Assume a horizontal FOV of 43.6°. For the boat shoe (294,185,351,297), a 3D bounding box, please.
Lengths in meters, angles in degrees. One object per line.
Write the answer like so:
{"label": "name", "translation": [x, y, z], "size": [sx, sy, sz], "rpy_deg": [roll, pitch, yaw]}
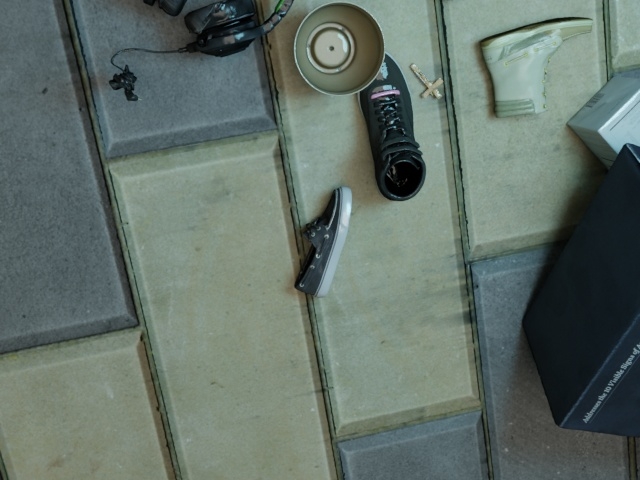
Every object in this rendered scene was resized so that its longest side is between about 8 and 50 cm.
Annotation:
{"label": "boat shoe", "translation": [0.000, 0.000, 1.548], "size": [0.076, 0.080, 0.229], "rpy_deg": [12, 110, -13]}

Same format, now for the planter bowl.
{"label": "planter bowl", "translation": [0.025, -0.345, 1.440], "size": [0.162, 0.109, 0.162], "rpy_deg": [-2, 104, -9]}

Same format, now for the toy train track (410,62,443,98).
{"label": "toy train track", "translation": [0.202, -0.305, 1.530], "size": [0.048, 0.014, 0.083], "rpy_deg": [-41, 101, 10]}

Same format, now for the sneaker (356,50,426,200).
{"label": "sneaker", "translation": [0.138, -0.206, 1.475], "size": [0.104, 0.147, 0.296], "rpy_deg": [-11, 105, -4]}

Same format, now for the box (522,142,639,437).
{"label": "box", "translation": [0.712, 0.125, 1.492], "size": [0.471, 0.297, 0.480], "rpy_deg": [8, 129, -13]}

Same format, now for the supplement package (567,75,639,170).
{"label": "supplement package", "translation": [0.631, -0.185, 1.565], "size": [0.139, 0.134, 0.244], "rpy_deg": [-45, 106, 4]}

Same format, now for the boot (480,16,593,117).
{"label": "boot", "translation": [0.422, -0.330, 1.525], "size": [0.213, 0.077, 0.165], "rpy_deg": [-15, 106, 0]}

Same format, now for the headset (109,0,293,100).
{"label": "headset", "translation": [-0.209, -0.402, 1.348], "size": [0.394, 0.185, 0.243], "rpy_deg": [-44, 106, 7]}
